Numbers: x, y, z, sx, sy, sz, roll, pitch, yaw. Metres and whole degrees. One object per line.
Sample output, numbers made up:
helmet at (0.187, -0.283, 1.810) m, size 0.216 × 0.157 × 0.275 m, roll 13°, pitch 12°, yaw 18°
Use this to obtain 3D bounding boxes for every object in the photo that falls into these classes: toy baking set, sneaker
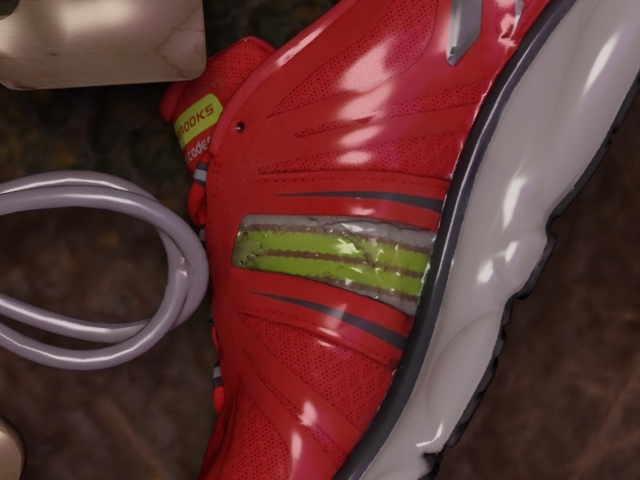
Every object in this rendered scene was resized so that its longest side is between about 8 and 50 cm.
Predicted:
toy baking set at (-0.142, 0.019, 0.494) m, size 0.196 × 0.030 × 0.256 m, roll 26°, pitch 96°, yaw -4°
sneaker at (0.000, 0.000, 0.539) m, size 0.118 × 0.107 × 0.279 m, roll 27°, pitch 83°, yaw 3°
